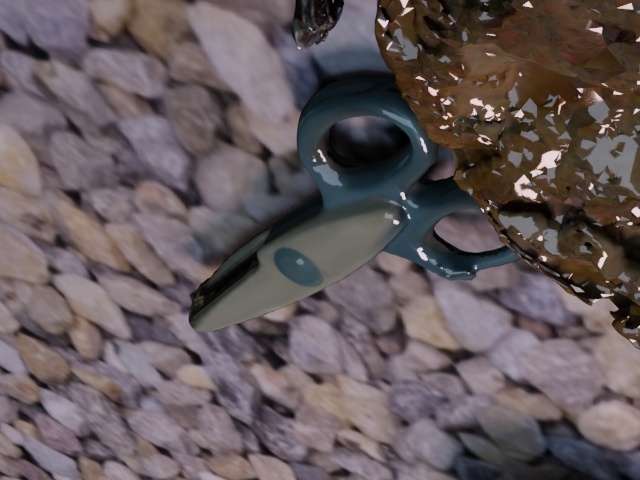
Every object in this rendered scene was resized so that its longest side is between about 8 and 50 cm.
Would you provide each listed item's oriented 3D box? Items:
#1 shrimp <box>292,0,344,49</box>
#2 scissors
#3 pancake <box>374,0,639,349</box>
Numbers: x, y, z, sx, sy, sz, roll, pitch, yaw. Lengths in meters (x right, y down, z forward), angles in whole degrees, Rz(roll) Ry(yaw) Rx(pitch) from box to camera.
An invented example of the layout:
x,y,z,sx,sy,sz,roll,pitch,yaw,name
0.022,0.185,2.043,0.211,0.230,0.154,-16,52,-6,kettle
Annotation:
x,y,z,sx,sy,sz,roll,pitch,yaw,name
-0.068,-0.143,0.791,0.174,0.076,0.082,17,-170,7,shrimp
0.000,0.000,0.963,0.138,0.041,0.289,37,145,-16,scissors
0.208,-0.046,0.704,0.382,0.071,0.382,18,149,12,pancake
